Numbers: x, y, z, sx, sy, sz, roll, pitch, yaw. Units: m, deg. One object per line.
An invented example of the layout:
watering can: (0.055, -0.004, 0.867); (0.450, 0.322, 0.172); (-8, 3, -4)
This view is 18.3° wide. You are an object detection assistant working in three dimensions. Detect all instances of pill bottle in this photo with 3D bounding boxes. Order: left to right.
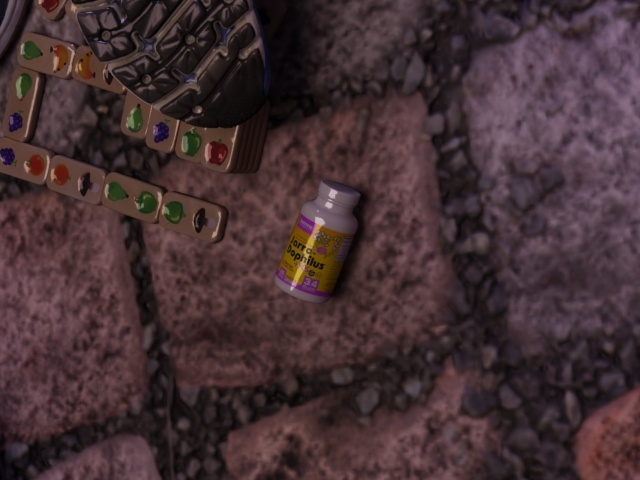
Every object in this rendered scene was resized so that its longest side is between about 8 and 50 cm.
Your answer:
pill bottle: (0.000, 0.000, 1.421); (0.043, 0.043, 0.083); (28, 105, 30)

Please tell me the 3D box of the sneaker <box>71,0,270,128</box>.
sneaker: (-0.127, -0.228, 1.450); (0.130, 0.147, 0.330); (-35, 78, 19)

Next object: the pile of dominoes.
pile of dominoes: (-0.150, -0.118, 1.521); (0.251, 0.040, 0.196); (18, 99, 31)

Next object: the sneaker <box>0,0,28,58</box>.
sneaker: (-0.292, -0.259, 1.544); (0.099, 0.153, 0.282); (28, 105, 30)
